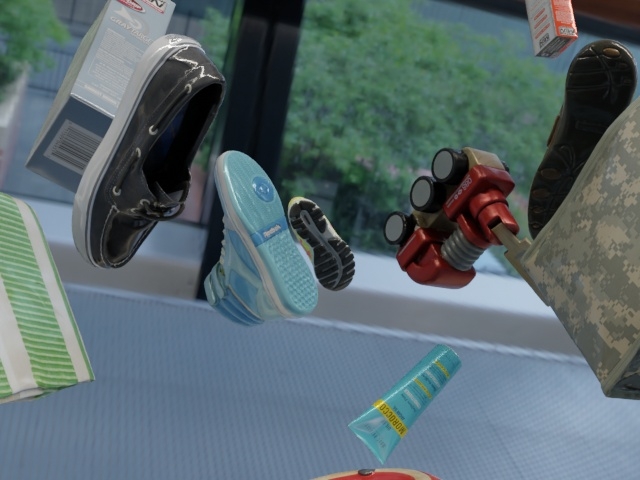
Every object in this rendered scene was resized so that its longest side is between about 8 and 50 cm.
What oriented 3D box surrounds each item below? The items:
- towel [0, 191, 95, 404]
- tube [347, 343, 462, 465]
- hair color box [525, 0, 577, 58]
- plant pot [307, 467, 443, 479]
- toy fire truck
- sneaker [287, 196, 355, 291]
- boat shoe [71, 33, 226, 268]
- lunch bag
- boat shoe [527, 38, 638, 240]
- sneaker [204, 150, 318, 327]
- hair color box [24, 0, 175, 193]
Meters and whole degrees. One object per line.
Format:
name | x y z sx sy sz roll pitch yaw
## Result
towel | -0.355 0.056 1.033 0.038 0.247 0.325 -22 -7 16
tube | 0.135 0.245 1.570 0.080 0.052 0.207 47 65 0
hair color box | 0.380 -0.381 1.692 0.043 0.141 0.072 3 -20 -20
plant pot | 0.041 0.278 0.799 0.191 0.174 0.191 -8 0 0
toy fire truck | 0.243 0.012 1.563 0.158 0.217 0.246 10 41 -35
sneaker | 0.000 0.000 1.919 0.081 0.208 0.094 -27 23 -4
boat shoe | -0.139 -0.058 0.859 0.076 0.228 0.080 42 25 29
lunch bag | 0.381 -0.003 1.088 0.169 0.287 0.235 13 31 -26
boat shoe | 0.402 -0.145 1.540 0.123 0.324 0.120 19 21 10
sneaker | -0.154 0.015 1.823 0.208 0.319 0.127 -25 -3 39
hair color box | -0.367 -0.271 1.734 0.114 0.185 0.374 29 40 -20
